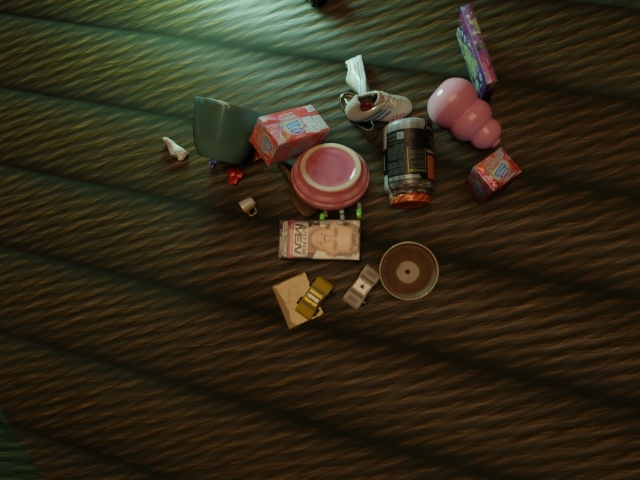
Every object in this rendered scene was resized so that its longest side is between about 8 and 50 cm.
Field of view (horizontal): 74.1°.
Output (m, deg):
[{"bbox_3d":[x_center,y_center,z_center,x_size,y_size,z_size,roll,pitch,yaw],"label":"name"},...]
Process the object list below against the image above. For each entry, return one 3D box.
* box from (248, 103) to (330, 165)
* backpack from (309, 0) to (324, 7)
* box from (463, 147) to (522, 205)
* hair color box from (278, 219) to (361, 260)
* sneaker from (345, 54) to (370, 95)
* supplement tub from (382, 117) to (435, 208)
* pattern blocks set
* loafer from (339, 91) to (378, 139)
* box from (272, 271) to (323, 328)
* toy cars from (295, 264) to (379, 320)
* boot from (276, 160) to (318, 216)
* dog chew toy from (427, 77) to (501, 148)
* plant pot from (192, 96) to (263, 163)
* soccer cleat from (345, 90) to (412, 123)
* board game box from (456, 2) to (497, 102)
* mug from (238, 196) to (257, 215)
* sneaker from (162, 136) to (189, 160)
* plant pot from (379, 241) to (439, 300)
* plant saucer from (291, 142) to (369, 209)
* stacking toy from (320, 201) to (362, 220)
[{"bbox_3d":[-0.127,-0.448,1.793,0.300,0.142,0.154,-29,77,-38],"label":"box"},{"bbox_3d":[-0.043,-1.192,1.946,0.117,0.158,0.173,-36,67,-5],"label":"backpack"},{"bbox_3d":[0.667,-0.242,1.663,0.128,0.257,0.122,-35,77,3],"label":"box"},{"bbox_3d":[0.000,0.000,1.817,0.347,0.105,0.174,0,84,8],"label":"hair color box"},{"bbox_3d":[0.163,-0.700,1.880,0.091,0.094,0.258,-14,65,16],"label":"sneaker"},{"bbox_3d":[0.363,-0.311,1.745,0.207,0.207,0.338,-1,83,9],"label":"supplement tub"},{"bbox_3d":[-0.390,-0.448,1.970,0.285,0.026,0.325,40,91,11],"label":"pattern blocks set"},{"bbox_3d":[0.171,-0.562,1.865,0.094,0.087,0.251,-38,79,3],"label":"loafer"},{"bbox_3d":[-0.099,0.259,1.844,0.164,0.021,0.201,-25,80,5],"label":"box"},{"bbox_3d":[0.073,0.218,1.776,0.394,0.087,0.176,-14,82,3],"label":"toy cars"},{"bbox_3d":[-0.114,-0.234,1.869,0.115,0.112,0.305,-46,71,26],"label":"boot"},{"bbox_3d":[0.602,-0.507,1.741,0.332,0.206,0.206,44,91,4],"label":"dog chew toy"},{"bbox_3d":[-0.413,-0.461,1.826,0.293,0.293,0.235,15,100,10],"label":"plant pot"},{"bbox_3d":[0.264,-0.564,1.772,0.331,0.143,0.116,-14,76,-22],"label":"soccer cleat"},{"bbox_3d":[0.642,-0.762,1.755,0.056,0.208,0.347,-15,81,7],"label":"board game box"},{"bbox_3d":[-0.324,-0.158,1.918,0.064,0.078,0.062,-34,47,-5],"label":"mug"},{"bbox_3d":[-0.696,-0.434,2.004,0.152,0.054,0.061,38,93,11],"label":"sneaker"},{"bbox_3d":[0.359,0.127,1.743,0.237,0.110,0.237,-1,83,8],"label":"plant pot"},{"bbox_3d":[0.042,-0.284,1.764,0.332,0.084,0.332,1,62,-1],"label":"plant saucer"},{"bbox_3d":[0.089,-0.112,1.764,0.167,0.221,0.052,-6,105,6],"label":"stacking toy"}]
